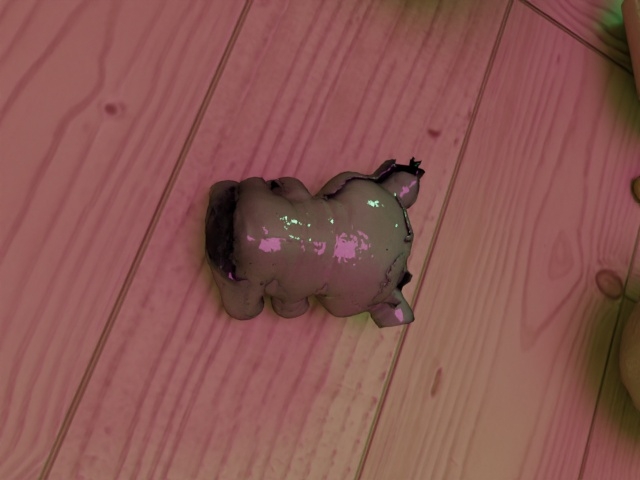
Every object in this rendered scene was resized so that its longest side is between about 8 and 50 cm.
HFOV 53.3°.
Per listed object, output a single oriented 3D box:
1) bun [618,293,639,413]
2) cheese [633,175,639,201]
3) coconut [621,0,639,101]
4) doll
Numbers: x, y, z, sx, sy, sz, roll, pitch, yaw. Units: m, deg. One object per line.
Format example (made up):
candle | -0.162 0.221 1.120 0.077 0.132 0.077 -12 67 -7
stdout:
bun | 0.415 0.110 0.650 0.259 0.160 0.259 -7 113 -17
cheese | 0.391 -0.075 0.730 0.083 0.030 0.044 -40 81 -16
coconut | 0.441 -0.231 0.666 0.241 0.241 0.241 2 84 -23
doll | 0.000 0.000 0.524 0.192 0.095 0.149 0 83 -20
